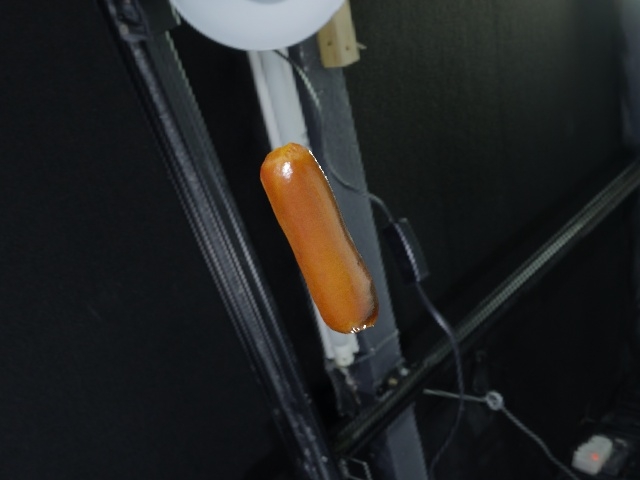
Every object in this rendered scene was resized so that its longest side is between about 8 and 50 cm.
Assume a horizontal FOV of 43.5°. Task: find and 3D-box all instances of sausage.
[{"bbox_3d":[0.000,0.000,1.176,0.083,0.089,0.300,-33,-81,-57],"label":"sausage"}]
